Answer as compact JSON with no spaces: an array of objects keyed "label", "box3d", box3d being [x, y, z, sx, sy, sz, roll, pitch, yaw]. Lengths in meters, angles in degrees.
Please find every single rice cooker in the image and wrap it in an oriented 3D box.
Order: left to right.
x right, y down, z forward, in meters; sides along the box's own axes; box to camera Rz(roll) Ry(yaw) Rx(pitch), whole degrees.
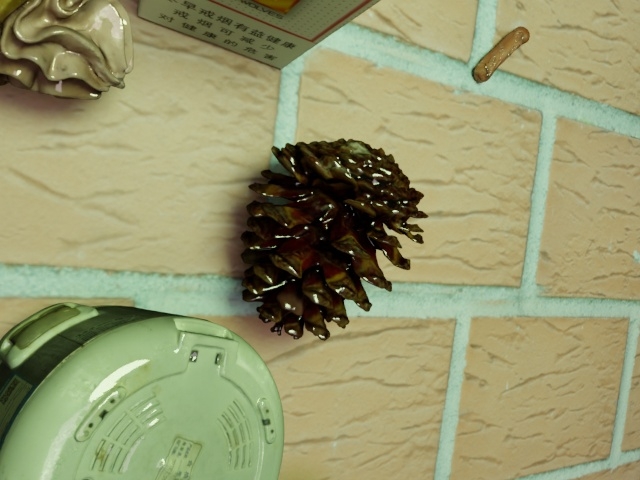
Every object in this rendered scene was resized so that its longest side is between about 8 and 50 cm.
[{"label":"rice cooker","box3d":[-0.213,0.205,0.496,0.289,0.277,0.288,2,87,-43]}]

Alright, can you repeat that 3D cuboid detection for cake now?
[{"label":"cake","box3d":[-0.274,-0.223,0.457,0.178,0.208,0.185,43,72,-10]}]

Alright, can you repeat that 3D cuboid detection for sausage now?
[{"label":"sausage","box3d":[0.338,-0.349,0.852,0.036,0.042,0.158,42,71,15]}]

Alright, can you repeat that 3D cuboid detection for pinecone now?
[{"label":"pinecone","box3d":[0.002,0.001,0.626,0.247,0.246,0.292,22,105,-27]}]

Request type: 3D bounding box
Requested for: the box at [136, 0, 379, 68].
[{"label":"box","box3d":[-0.062,-0.299,0.488,0.210,0.330,0.095,10,90,-27]}]
